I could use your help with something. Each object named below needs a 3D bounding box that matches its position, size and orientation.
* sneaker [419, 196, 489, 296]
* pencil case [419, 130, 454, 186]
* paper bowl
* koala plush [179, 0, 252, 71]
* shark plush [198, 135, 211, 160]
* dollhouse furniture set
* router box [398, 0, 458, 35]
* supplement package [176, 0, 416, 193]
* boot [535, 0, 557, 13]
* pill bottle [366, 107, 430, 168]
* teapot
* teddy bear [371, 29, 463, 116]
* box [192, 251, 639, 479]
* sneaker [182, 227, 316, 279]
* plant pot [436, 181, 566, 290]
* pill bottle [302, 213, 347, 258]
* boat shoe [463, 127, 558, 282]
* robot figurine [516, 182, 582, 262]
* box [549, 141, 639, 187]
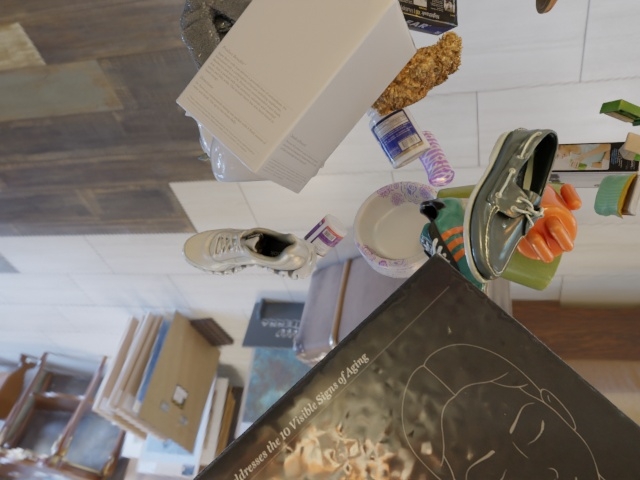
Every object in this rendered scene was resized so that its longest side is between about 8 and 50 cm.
[{"bbox_3d":[0.265,0.030,1.142,0.121,0.302,0.108,2,137,0],"label":"sneaker"},{"bbox_3d":[0.352,-0.262,1.773,0.088,0.206,0.086,-14,140,-6],"label":"pencil case"},{"bbox_3d":[0.250,-0.021,1.655,0.285,0.284,0.148,-4,150,21],"label":"paper bowl"},{"bbox_3d":[-0.181,-0.412,1.187,0.196,0.203,0.221,-36,163,1],"label":"koala plush"},{"bbox_3d":[-0.315,-0.268,1.700,0.161,0.073,0.067,34,129,40],"label":"shark plush"},{"bbox_3d":[0.399,-0.108,0.756,0.059,0.151,0.076,15,-177,-12],"label":"dollhouse furniture set"},{"bbox_3d":[0.196,-0.655,1.363,0.309,0.242,0.081,-1,180,-31],"label":"router box"},{"bbox_3d":[-0.028,-0.245,0.825,0.177,0.293,0.175,44,-171,17],"label":"supplement package"},{"bbox_3d":[0.595,-0.604,1.278,0.153,0.073,0.197,7,122,-22],"label":"boot"},{"bbox_3d":[0.191,-0.290,1.443,0.112,0.112,0.186,-34,83,42],"label":"pill bottle"},{"bbox_3d":[-0.115,-0.223,1.197,0.256,0.186,0.253,-9,-170,-41],"label":"teapot"},{"bbox_3d":[0.213,-0.391,1.277,0.245,0.338,0.113,-10,111,49],"label":"teddy bear"},{"bbox_3d":[0.166,0.366,0.805,0.472,0.480,0.297,44,162,18],"label":"box"},{"bbox_3d":[-0.159,0.013,1.156,0.293,0.109,0.118,1,163,15],"label":"sneaker"},{"bbox_3d":[0.431,-0.036,1.406,0.294,0.274,0.274,11,141,9],"label":"plant pot"},{"bbox_3d":[0.000,0.000,2.119,0.108,0.108,0.193,36,113,-25],"label":"pill bottle"},{"bbox_3d":[0.338,-0.072,0.974,0.099,0.319,0.116,-6,141,48],"label":"boat shoe"},{"bbox_3d":[0.439,-0.046,1.143,0.128,0.219,0.158,12,121,-5],"label":"robot figurine"},{"bbox_3d":[0.735,-0.207,1.560,0.290,0.087,0.169,5,173,33],"label":"box"}]
